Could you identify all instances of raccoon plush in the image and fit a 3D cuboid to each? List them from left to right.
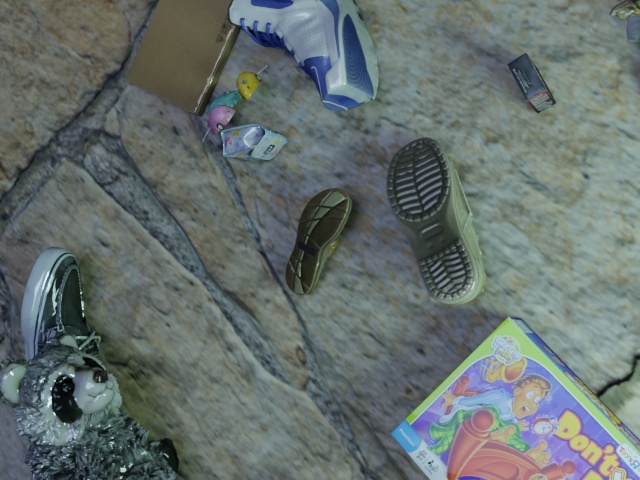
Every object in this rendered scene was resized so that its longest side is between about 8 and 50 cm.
[{"bbox_3d":[-0.436,0.358,1.479,0.446,0.216,0.299,-44,86,15],"label":"raccoon plush"}]

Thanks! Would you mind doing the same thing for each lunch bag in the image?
[{"bbox_3d":[-0.103,-0.152,1.499,0.083,0.071,0.053,-11,82,23],"label":"lunch bag"}]

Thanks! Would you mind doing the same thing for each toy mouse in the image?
[{"bbox_3d":[-0.152,-0.208,1.507,0.031,0.161,0.143,40,121,-16],"label":"toy mouse"}]

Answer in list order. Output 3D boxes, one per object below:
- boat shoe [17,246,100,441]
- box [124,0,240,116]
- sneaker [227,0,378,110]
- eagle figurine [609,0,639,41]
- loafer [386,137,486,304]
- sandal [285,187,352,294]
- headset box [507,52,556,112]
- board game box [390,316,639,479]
[{"bbox_3d":[-0.421,0.180,1.601,0.119,0.121,0.335,8,99,18],"label":"boat shoe"},{"bbox_3d":[-0.225,-0.329,1.602,0.164,0.021,0.201,28,97,25],"label":"box"},{"bbox_3d":[-0.034,-0.323,1.468,0.182,0.127,0.315,-23,68,25],"label":"sneaker"},{"bbox_3d":[0.503,-0.221,1.189,0.298,0.225,0.226,44,150,-7],"label":"eagle figurine"},{"bbox_3d":[0.165,-0.021,1.354,0.102,0.092,0.268,-20,60,18],"label":"loafer"},{"bbox_3d":[0.000,0.000,1.453,0.072,0.049,0.180,33,113,30],"label":"sandal"},{"bbox_3d":[0.289,-0.216,1.317,0.032,0.083,0.062,-30,74,19],"label":"headset box"},{"bbox_3d":[0.294,0.304,1.263,0.233,0.078,0.347,-48,68,13],"label":"board game box"}]
